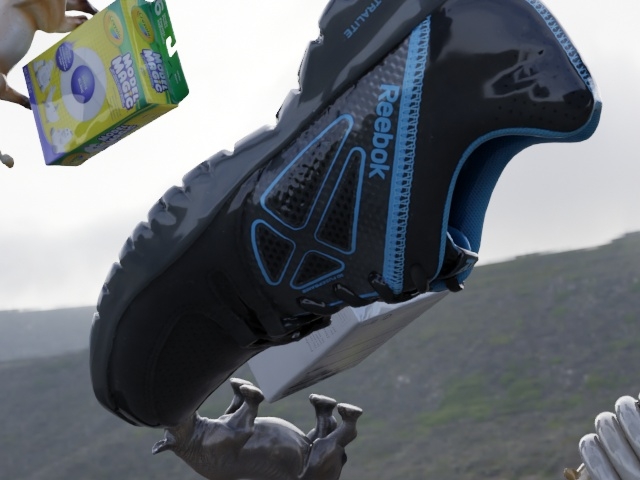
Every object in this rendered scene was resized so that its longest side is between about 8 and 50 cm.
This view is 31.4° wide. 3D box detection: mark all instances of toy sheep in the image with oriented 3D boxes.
[{"bbox_3d":[0.199,0.124,0.654,0.132,0.091,0.091,-37,-19,11],"label":"toy sheep"}]

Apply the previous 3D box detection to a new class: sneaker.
[{"bbox_3d":[0.000,0.000,0.612,0.341,0.139,0.125,-50,-15,22],"label":"sneaker"}]

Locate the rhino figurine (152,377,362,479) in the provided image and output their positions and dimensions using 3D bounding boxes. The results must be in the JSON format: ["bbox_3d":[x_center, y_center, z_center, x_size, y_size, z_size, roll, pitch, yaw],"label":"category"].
[{"bbox_3d":[-0.085,0.202,1.195,0.243,0.106,0.073,11,-1,-2],"label":"rhino figurine"}]

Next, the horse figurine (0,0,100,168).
[{"bbox_3d":[-0.282,-0.185,1.087,0.066,0.263,0.174,33,-10,40],"label":"horse figurine"}]

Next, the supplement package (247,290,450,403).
[{"bbox_3d":[0.008,0.046,0.954,0.105,0.105,0.179,-18,-16,-35],"label":"supplement package"}]

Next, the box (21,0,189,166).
[{"bbox_3d":[-0.194,-0.144,1.032,0.179,0.105,0.043,-23,-12,36],"label":"box"}]
